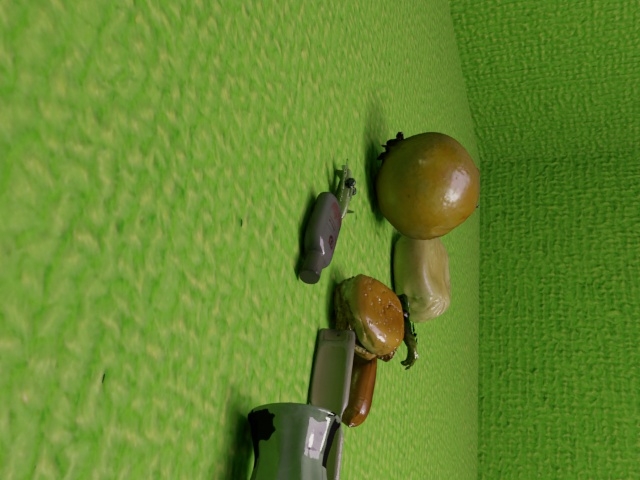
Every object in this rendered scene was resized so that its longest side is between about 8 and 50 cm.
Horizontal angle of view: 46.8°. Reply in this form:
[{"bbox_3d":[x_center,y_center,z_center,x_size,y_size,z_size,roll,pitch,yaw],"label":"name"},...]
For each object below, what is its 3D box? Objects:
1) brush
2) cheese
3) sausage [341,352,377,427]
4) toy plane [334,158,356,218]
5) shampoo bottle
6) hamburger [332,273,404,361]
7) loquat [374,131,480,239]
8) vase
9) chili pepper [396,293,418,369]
[{"bbox_3d":[0.008,0.284,1.104,0.050,0.060,0.321,82,14,-58],"label":"brush"},{"bbox_3d":[0.238,0.081,1.765,0.214,0.117,0.226,8,75,-68],"label":"cheese"},{"bbox_3d":[0.068,0.253,1.285,0.054,0.062,0.183,55,31,-28],"label":"sausage"},{"bbox_3d":[0.042,-0.084,1.289,0.102,0.040,0.111,76,17,-62],"label":"toy plane"},{"bbox_3d":[0.000,0.000,1.145,0.165,0.040,0.080,-74,156,-47],"label":"shampoo bottle"},{"bbox_3d":[0.085,0.134,1.274,0.147,0.083,0.138,33,47,-42],"label":"hamburger"},{"bbox_3d":[0.219,-0.122,1.572,0.244,0.243,0.244,-3,90,-72],"label":"loquat"},{"bbox_3d":[-0.041,0.367,0.801,0.165,0.165,0.360,60,28,-54],"label":"vase"},{"bbox_3d":[0.154,0.168,1.469,0.359,0.076,0.085,-46,159,-84],"label":"chili pepper"}]
